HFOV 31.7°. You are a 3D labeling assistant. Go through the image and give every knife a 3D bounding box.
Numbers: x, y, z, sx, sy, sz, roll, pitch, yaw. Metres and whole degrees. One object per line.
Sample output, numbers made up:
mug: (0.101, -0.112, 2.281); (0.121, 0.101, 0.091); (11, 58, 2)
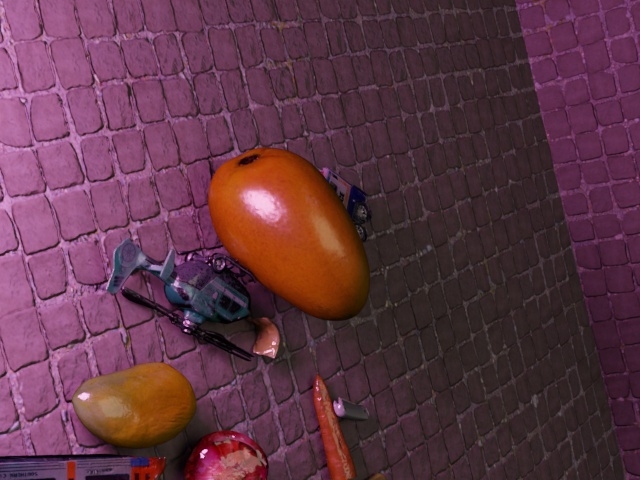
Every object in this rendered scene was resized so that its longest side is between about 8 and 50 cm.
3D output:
knife: (0.064, 0.352, 2.355); (0.162, 0.023, 0.044); (31, 39, -66)

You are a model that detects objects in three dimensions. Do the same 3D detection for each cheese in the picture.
cheese: (-0.108, 0.184, 2.171); (0.041, 0.060, 0.084); (-18, 102, -55)

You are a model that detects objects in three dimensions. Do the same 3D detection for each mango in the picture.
mango: (-0.048, -0.005, 2.098); (0.221, 0.264, 0.378); (-42, 99, -23)
mango: (-0.301, 0.275, 1.850); (0.237, 0.091, 0.137); (-12, 85, -49)

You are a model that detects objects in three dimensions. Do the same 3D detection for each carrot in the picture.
carrot: (0.018, 0.380, 2.298); (0.057, 0.057, 0.224); (-17, 92, -54)

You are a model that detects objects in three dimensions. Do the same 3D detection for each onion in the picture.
onion: (-0.170, 0.406, 1.997); (0.150, 0.140, 0.150); (0, 88, -11)

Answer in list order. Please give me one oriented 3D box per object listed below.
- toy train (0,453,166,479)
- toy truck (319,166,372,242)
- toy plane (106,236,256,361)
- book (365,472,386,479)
toy train: (-0.397, 0.365, 1.692); (0.409, 0.086, 0.089); (13, 71, -53)
toy truck: (0.000, 0.000, 2.313); (0.155, 0.124, 0.268); (36, 51, -35)
toy plane: (-0.232, 0.085, 1.993); (0.381, 0.106, 0.155); (39, 63, -49)
book: (0.063, 0.641, 2.300); (0.352, 0.035, 0.239); (-16, 92, -54)
